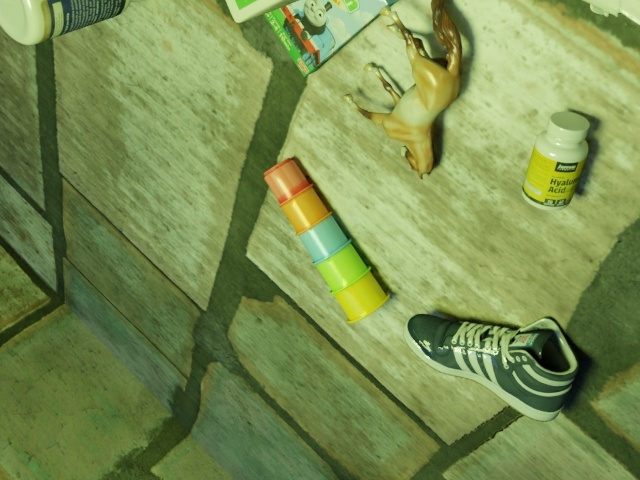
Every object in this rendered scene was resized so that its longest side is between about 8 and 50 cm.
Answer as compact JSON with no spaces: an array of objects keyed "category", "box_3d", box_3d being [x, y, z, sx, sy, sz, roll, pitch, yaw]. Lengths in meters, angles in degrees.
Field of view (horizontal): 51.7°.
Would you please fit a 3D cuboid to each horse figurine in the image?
[{"category":"horse figurine","box_3d":[0.129,-0.213,0.920,0.174,0.066,0.263,49,146,13]}]

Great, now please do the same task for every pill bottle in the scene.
[{"category":"pill bottle","box_3d":[-0.421,-0.447,1.134,0.153,0.265,0.153,27,136,30]},{"category":"pill bottle","box_3d":[0.298,-0.101,0.834,0.065,0.065,0.116,28,138,28]}]

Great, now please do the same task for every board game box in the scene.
[{"category":"board game box","box_3d":[-0.001,-0.357,0.956,0.211,0.039,0.160,-26,100,52]}]

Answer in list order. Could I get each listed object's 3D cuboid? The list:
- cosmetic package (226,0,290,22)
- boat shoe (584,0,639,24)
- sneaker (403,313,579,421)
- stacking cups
[{"category":"cosmetic package","box_3d":[0.029,-0.412,0.742,0.366,0.155,0.197,-11,110,43]},{"category":"boat shoe","box_3d":[0.305,-0.276,0.672,0.258,0.095,0.084,58,148,9]},{"category":"sneaker","box_3d":[0.272,0.166,1.054,0.282,0.099,0.153,28,143,18]},{"category":"stacking cups","box_3d":[0.000,0.000,1.204,0.316,0.096,0.096,55,143,-5]}]
